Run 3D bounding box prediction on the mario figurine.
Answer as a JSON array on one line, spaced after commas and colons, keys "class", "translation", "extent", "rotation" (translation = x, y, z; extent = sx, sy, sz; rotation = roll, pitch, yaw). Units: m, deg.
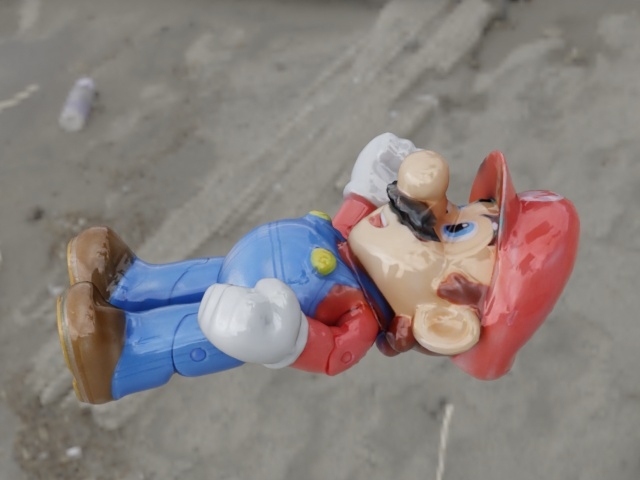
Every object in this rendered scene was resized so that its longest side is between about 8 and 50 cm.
[{"class": "mario figurine", "translation": [0.000, 0.000, 0.926], "extent": [0.321, 0.170, 0.198], "rotation": [-8, 61, -1]}]
